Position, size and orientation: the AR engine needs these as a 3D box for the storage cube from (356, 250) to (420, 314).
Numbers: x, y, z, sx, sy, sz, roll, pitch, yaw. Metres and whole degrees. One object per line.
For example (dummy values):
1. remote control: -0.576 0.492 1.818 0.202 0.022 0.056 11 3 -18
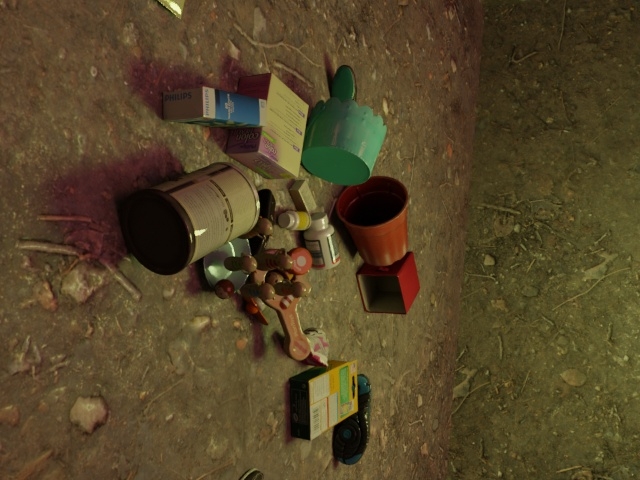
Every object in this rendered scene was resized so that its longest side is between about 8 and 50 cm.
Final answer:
1. storage cube: 0.281 0.170 2.503 0.193 0.184 0.215 -50 132 -49

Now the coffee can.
1. coffee can: -0.303 -0.060 1.466 0.275 0.202 0.201 -35 121 -54

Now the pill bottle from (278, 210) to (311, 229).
1. pill bottle: -0.085 -0.065 1.979 0.116 0.065 0.065 -4 94 -61

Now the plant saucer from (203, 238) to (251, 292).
1. plant saucer: -0.267 0.052 1.691 0.195 0.037 0.194 -6 97 -58

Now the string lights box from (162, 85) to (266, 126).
1. string lights box: -0.268 -0.340 1.587 0.260 0.133 0.076 -9 99 -59

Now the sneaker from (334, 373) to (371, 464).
1. sneaker: 0.141 0.680 2.336 0.140 0.125 0.340 32 70 -78

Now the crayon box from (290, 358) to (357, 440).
1. crayon box: 0.018 0.545 2.148 0.323 0.083 0.203 -6 96 -57

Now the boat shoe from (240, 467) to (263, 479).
1. boat shoe: -0.220 0.760 1.765 0.227 0.069 0.081 -50 133 -47

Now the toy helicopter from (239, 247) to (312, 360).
1. toy helicopter: -0.121 0.201 1.844 0.235 0.140 0.355 -22 99 -34

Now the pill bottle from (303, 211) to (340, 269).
1. pill bottle: 0.000 0.000 2.085 0.108 0.108 0.180 -42 127 -52

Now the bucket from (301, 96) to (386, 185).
1. bucket: 0.071 -0.322 2.049 0.281 0.281 0.183 47 53 -50

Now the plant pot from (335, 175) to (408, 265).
1. plant pot: 0.220 -0.059 2.338 0.265 0.273 0.272 70 36 -45

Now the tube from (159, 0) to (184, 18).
1. tube: -0.348 -0.681 1.520 0.070 0.062 0.240 16 79 -18

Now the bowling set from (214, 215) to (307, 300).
1. bowling set: -0.170 0.098 1.637 0.200 0.154 0.287 -50 117 -31

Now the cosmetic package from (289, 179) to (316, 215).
1. cosmetic package: -0.059 -0.141 2.046 0.060 0.041 0.115 -58 138 -41

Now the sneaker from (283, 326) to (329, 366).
1. sneaker: -0.044 0.338 2.041 0.252 0.103 0.111 53 43 -56

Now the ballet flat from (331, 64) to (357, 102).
1. ballet flat: 0.091 -0.504 2.259 0.096 0.095 0.280 -42 137 -64

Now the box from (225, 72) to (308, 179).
1. box: -0.151 -0.330 1.806 0.213 0.117 0.242 28 66 -57

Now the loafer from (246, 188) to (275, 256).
1. loafer: -0.167 -0.044 1.821 0.078 0.080 0.220 42 55 -52
